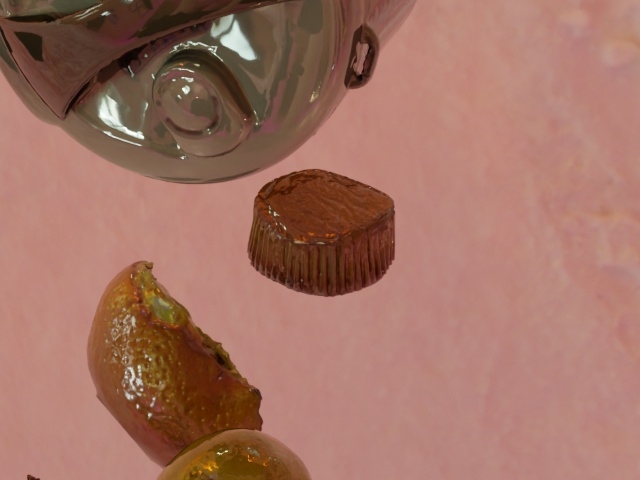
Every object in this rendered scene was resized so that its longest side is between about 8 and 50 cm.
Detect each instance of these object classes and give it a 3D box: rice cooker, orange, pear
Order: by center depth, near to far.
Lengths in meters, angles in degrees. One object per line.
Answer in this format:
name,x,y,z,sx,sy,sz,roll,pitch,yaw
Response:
rice cooker,-0.094,-0.230,0.929,0.335,0.335,0.325,32,38,1
pear,-0.097,0.299,1.255,0.200,0.200,0.200,3,73,-9
orange,-0.200,0.198,1.588,0.196,0.262,0.334,-42,101,2

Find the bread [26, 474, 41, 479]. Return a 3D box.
bread,-0.336,0.412,1.338,0.139,0.095,0.269,-16,58,-20

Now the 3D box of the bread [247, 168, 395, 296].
bread,0.000,0.000,0.649,0.085,0.053,0.085,3,34,-2
